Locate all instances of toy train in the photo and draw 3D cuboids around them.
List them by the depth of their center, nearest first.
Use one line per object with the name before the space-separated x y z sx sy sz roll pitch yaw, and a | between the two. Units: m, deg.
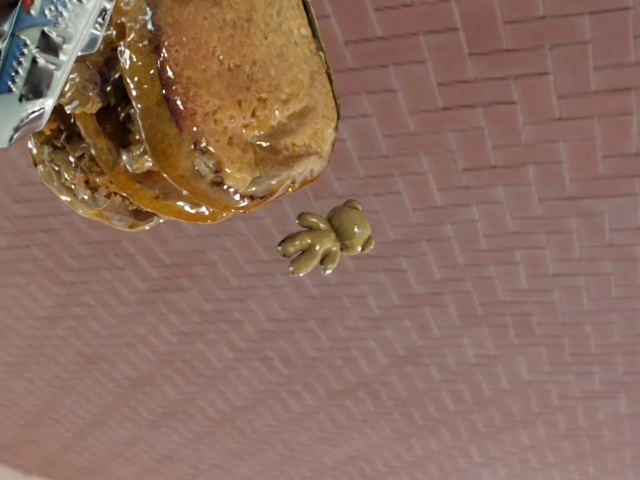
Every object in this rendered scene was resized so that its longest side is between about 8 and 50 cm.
toy train | -0.089 -0.130 0.364 0.047 0.208 0.043 19 179 -24

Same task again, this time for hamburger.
hamburger | -0.109 -0.133 0.784 0.211 0.261 0.245 -15 151 39

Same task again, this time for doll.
doll | 0.005 -0.003 0.873 0.051 0.062 0.093 -28 178 37
